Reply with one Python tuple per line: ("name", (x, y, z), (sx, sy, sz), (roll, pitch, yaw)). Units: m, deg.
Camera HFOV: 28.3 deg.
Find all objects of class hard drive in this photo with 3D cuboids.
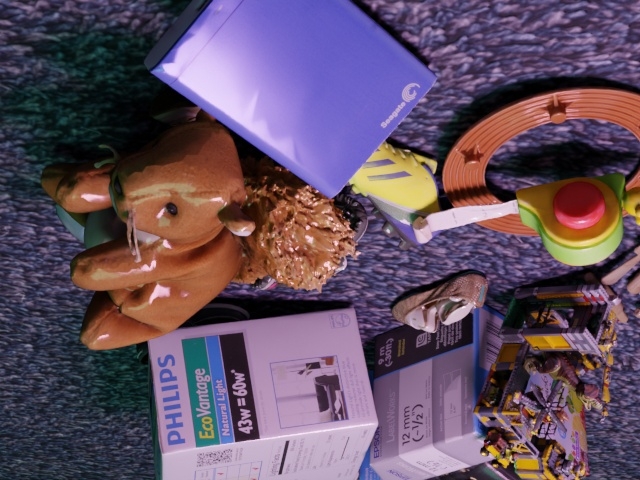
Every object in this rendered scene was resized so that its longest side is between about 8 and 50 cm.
("hard drive", (-0.028, -0.207, 1.539), (0.210, 0.040, 0.319), (-48, 129, 10))

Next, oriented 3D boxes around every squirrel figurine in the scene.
("squirrel figurine", (-0.152, -0.047, 1.705), (0.397, 0.281, 0.370), (-2, 158, -24))

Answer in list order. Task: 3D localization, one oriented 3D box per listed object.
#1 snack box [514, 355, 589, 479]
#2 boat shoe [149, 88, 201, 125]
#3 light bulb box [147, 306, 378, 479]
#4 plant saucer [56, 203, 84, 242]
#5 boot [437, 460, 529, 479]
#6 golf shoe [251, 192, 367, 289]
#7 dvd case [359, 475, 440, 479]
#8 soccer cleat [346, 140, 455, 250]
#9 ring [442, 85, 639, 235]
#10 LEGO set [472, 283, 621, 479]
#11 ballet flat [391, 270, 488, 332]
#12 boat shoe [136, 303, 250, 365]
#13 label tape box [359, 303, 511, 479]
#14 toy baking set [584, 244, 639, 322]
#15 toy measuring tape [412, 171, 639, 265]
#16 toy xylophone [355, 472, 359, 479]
("snack box", (0.404, 0.324, 2.319), (0.070, 0.174, 0.207), (-26, 138, 36))
("boat shoe", (-0.166, -0.184, 1.690), (0.135, 0.050, 0.045), (-8, 151, 37))
("light bulb box", (-0.115, 0.308, 2.226), (0.361, 0.225, 0.358), (-6, 152, -11))
("plant saucer", (-0.317, -0.022, 1.977), (0.195, 0.037, 0.195), (2, 149, 1))
("boot", (0.341, 0.469, 2.438), (0.284, 0.138, 0.377), (38, 165, 12))
("golf shoe", (0.000, 0.000, 1.938), (0.120, 0.105, 0.273), (7, 158, -35))
("dvd case", (0.170, 0.353, 2.331), (0.180, 0.253, 0.022), (-23, 119, 35))
("soccer cleat", (0.096, -0.099, 1.780), (0.121, 0.093, 0.289), (-38, 133, 6))
("ring", (0.337, -0.094, 1.754), (0.337, 0.032, 0.336), (-2, 146, -1))
("LEGO set", (0.401, 0.225, 2.024), (0.192, 0.331, 0.255), (-5, 130, 43))
("ballet flat", (0.192, 0.113, 2.105), (0.073, 0.067, 0.206), (25, 143, -30))
("boat shoe", (-0.225, 0.168, 2.235), (0.233, 0.079, 0.084), (-15, 142, 26))
("label tape box", (0.166, 0.278, 2.201), (0.348, 0.249, 0.115), (-24, 139, 37))
("toy baking set", (0.525, 0.063, 2.026), (0.197, 0.030, 0.256), (-21, 141, 30))
("toy measuring tape", (0.294, -0.011, 1.738), (0.330, 0.121, 0.121), (-12, 146, 9))
("toy xylophone", (-0.052, 0.469, 2.577), (0.081, 0.236, 0.323), (12, 161, 40))
